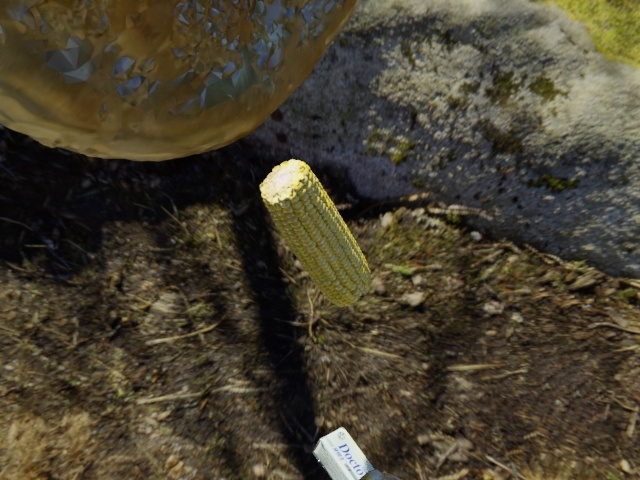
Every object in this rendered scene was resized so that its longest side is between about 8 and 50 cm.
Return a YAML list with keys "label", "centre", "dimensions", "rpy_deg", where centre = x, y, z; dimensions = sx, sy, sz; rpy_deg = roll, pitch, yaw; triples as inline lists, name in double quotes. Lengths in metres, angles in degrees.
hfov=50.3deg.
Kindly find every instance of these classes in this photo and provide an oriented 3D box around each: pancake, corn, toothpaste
- label: "pancake"
  centre: [-0.064, -0.216, 0.324]
  dimensions: [0.082, 0.387, 0.387]
  rpy_deg: [23, 83, 31]
- label: "corn"
  centre: [0.000, 0.000, 0.908]
  dimensions: [0.081, 0.248, 0.081]
  rpy_deg: [-17, 44, 17]
- label: "toothpaste"
  centre: [0.055, 0.326, 0.892]
  dimensions: [0.046, 0.034, 0.164]
  rpy_deg: [-16, 53, -37]

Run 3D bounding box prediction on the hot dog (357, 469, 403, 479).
- label: "hot dog"
  centre: [0.009, 0.276, 0.529]
  dimensions: [0.213, 0.146, 0.103]
  rpy_deg: [-24, 124, -14]
